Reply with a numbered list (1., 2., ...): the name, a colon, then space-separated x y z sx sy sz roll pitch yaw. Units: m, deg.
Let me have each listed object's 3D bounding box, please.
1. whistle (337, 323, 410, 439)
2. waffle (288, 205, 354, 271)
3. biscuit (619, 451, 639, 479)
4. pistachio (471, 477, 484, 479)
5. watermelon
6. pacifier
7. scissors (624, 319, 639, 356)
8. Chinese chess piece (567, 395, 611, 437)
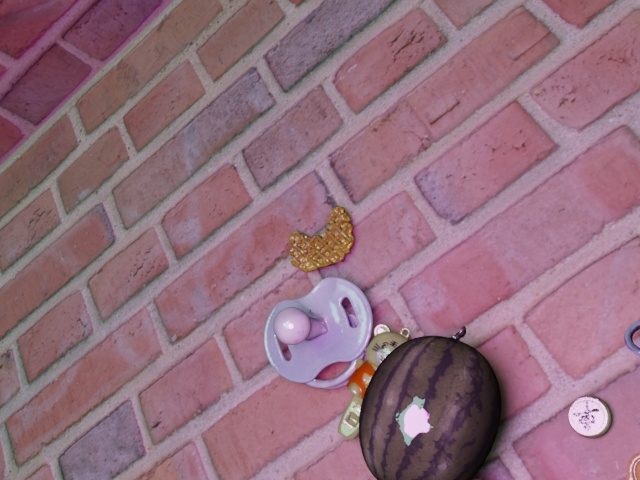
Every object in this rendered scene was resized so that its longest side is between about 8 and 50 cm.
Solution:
1. whistle: 0.127 0.321 1.734 0.131 0.106 0.289 31 88 16
2. waffle: 0.002 0.001 1.956 0.194 0.051 0.149 -19 64 30
3. biscuit: 0.653 0.454 1.425 0.236 0.040 0.144 -36 54 13
4. pistachio: 0.326 0.590 1.516 0.135 0.135 0.226 -21 70 23
5. watermelon: 0.227 0.349 1.566 0.278 0.279 0.360 11 66 33
6. pacifier: -0.026 0.219 1.789 0.299 0.233 0.244 -30 64 20
7. scissors: 0.780 0.180 1.380 0.256 0.029 0.383 -48 46 -13
8. Chinese chess piece: 0.538 0.352 1.525 0.084 0.034 0.084 -10 70 28
